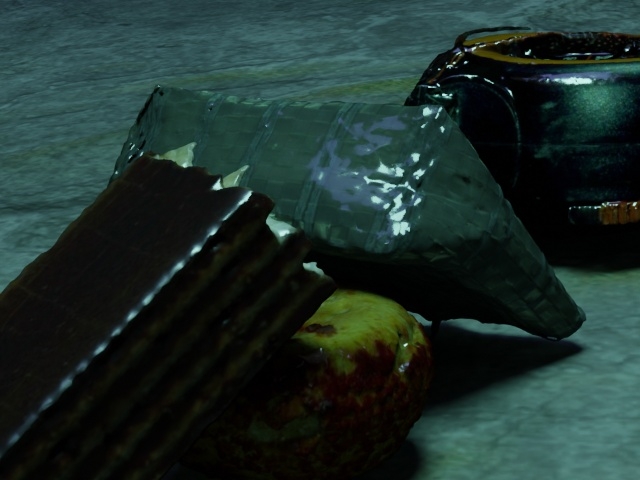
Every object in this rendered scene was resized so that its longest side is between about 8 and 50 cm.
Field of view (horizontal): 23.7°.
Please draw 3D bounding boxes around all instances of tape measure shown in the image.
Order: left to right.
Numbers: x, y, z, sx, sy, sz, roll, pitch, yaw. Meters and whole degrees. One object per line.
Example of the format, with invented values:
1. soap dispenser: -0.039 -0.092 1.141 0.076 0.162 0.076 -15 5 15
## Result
1. tape measure: 0.166 -0.072 1.016 0.223 0.135 0.202 1 11 11

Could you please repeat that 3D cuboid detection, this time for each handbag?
1. handbag: 0.000 0.000 0.845 0.270 0.175 0.088 6 63 29

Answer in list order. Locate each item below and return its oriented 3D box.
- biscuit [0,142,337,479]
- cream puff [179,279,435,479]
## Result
1. biscuit: -0.109 0.065 0.656 0.252 0.070 0.106 -48 35 -17
2. cream puff: -0.018 0.072 0.744 0.149 0.084 0.149 -2 17 1
